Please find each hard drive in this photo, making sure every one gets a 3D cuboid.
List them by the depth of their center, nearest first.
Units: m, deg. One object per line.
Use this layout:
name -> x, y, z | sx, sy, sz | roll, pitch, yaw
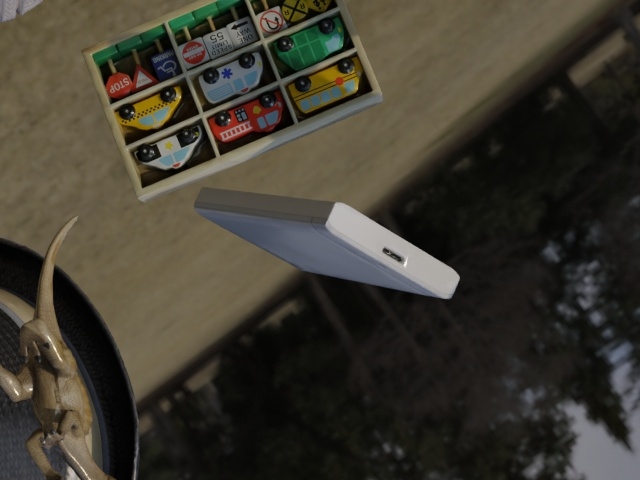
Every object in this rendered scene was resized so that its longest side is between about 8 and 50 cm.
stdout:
hard drive -> 0.000, 0.000, 1.879 | 0.353, 0.233, 0.047 | 10, -107, 56

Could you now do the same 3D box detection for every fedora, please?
fedora -> -0.296, 0.147, 0.990 | 0.334, 0.334, 0.152 | -36, 158, 20

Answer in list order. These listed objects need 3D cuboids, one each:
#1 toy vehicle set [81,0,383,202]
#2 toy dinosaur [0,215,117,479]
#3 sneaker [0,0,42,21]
toy vehicle set -> -0.089, -0.166, 1.352 | 0.267, 0.166, 0.035 | -23, 171, 2
toy dinosaur -> -0.150, 0.073, 0.734 | 0.053, 0.183, 0.092 | -20, 166, 13
sneaker -> -0.426, -0.288, 1.340 | 0.321, 0.180, 0.125 | -18, 128, -34
